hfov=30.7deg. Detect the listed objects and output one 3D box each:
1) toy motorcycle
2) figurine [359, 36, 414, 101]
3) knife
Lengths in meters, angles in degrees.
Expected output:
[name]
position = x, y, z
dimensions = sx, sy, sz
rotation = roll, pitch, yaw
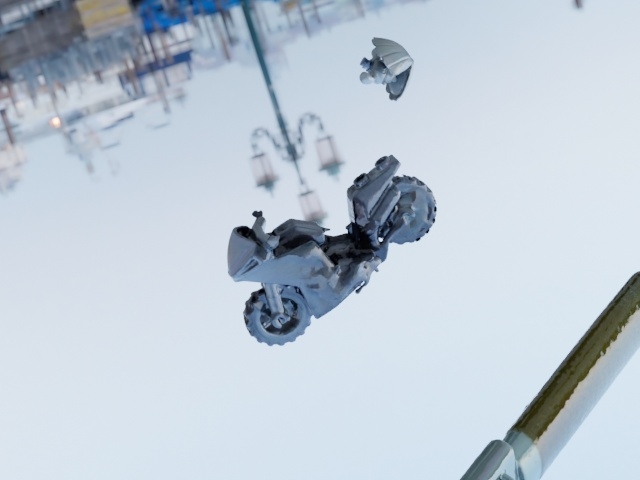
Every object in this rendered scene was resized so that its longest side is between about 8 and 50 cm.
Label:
[toy motorcycle]
position = 0.000, 0.000, 1.347
dimensions = 0.270, 0.159, 0.106
rotation = -41, -157, 3
[figurine]
position = 0.096, -0.263, 1.756
dimensions = 0.086, 0.094, 0.082
rotation = 18, 127, -34
[knife]
position = 0.069, 0.111, 0.447
dimensions = 0.027, 0.061, 0.343
rotation = 9, -149, 35
